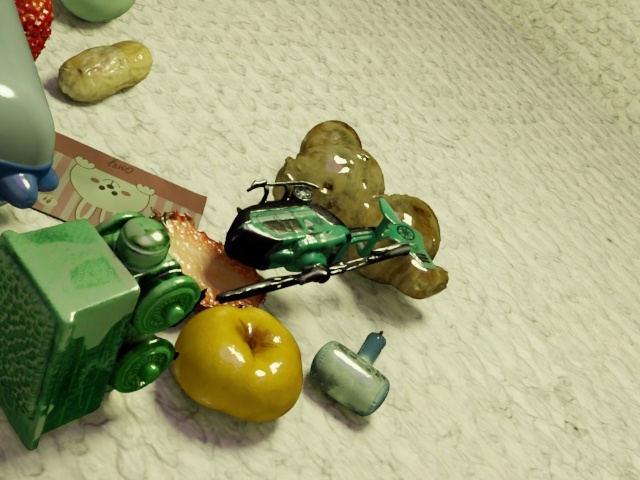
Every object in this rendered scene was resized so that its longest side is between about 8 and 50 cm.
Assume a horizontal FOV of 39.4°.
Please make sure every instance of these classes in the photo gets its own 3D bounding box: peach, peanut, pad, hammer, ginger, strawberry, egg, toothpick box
[{"bbox_3d":[-0.106,0.156,1.160,0.179,0.103,0.179,24,31,-16],"label":"peach"},{"bbox_3d":[-0.366,-0.295,1.552,0.099,0.099,0.214,38,28,9],"label":"peanut"},{"bbox_3d":[-0.326,-0.072,1.362,0.300,0.005,0.202,24,34,-12],"label":"pad"},{"bbox_3d":[0.060,0.176,1.311,0.116,0.069,0.194,35,25,6],"label":"hammer"},{"bbox_3d":[0.078,-0.050,1.514,0.375,0.176,0.256,44,31,15],"label":"ginger"},{"bbox_3d":[-0.178,0.057,1.255,0.208,0.087,0.167,40,29,-23],"label":"strawberry"},{"bbox_3d":[-0.425,-0.510,1.701,0.168,0.168,0.231,17,34,-22],"label":"egg"},{"bbox_3d":[-0.477,-0.186,1.188,0.263,0.263,0.354,2,46,-37],"label":"toothpick box"},{"bbox_3d":[-0.503,-0.354,1.418,0.187,0.201,0.184,1,67,-59],"label":"strawberry"}]

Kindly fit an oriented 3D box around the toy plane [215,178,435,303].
[{"bbox_3d":[0.000,0.000,1.305,0.382,0.106,0.155,-5,52,-37],"label":"toy plane"}]

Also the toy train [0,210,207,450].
[{"bbox_3d":[-0.254,0.086,0.989,0.202,0.266,0.145,-20,58,-41],"label":"toy train"}]
